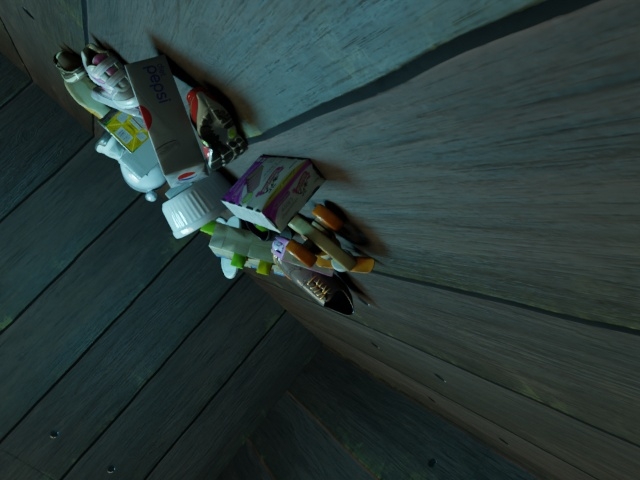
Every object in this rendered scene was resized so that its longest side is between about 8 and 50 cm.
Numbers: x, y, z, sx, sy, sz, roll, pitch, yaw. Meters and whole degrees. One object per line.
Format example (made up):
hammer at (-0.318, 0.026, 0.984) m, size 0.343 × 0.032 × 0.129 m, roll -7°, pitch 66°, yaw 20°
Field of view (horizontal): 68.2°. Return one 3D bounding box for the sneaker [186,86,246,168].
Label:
sneaker at (-0.258, -0.274, 1.153) m, size 0.118 × 0.107 × 0.279 m, roll 56°, pitch 166°, yaw 14°

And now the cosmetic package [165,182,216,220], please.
cosmetic package at (-0.576, -0.175, 2.161) m, size 0.238 × 0.127 × 0.107 m, roll 32°, pitch 163°, yaw 24°

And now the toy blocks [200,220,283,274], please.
toy blocks at (-0.264, 0.043, 1.848) m, size 0.382 × 0.190 × 0.261 m, roll 15°, pitch 166°, yaw -1°

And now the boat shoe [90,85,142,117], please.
boat shoe at (-0.628, -0.460, 1.492) m, size 0.268 × 0.088 × 0.096 m, roll 28°, pitch -164°, yaw 34°

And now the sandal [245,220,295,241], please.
sandal at (-0.180, -0.082, 1.455) m, size 0.168 × 0.107 × 0.445 m, roll 37°, pitch 166°, yaw 13°

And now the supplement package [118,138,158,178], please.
supplement package at (-0.663, -0.329, 1.799) m, size 0.105 × 0.179 × 0.105 m, roll 46°, pitch 165°, yaw -19°

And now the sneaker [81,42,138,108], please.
sneaker at (-0.603, -0.475, 1.359) m, size 0.252 × 0.103 × 0.111 m, roll 36°, pitch 167°, yaw 15°

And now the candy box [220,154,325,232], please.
candy box at (-0.117, -0.115, 1.088) m, size 0.071 × 0.159 × 0.234 m, roll 48°, pitch 163°, yaw -32°

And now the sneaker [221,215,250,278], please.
sneaker at (-0.343, 0.047, 2.057) m, size 0.105 × 0.295 × 0.147 m, roll -19°, pitch 144°, yaw 25°

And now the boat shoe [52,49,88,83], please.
boat shoe at (-0.905, -0.629, 1.691) m, size 0.258 × 0.095 × 0.095 m, roll 26°, pitch 154°, yaw 45°

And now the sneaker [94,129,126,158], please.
sneaker at (-0.881, -0.410, 2.240) m, size 0.258 × 0.169 × 0.447 m, roll 34°, pitch 175°, yaw -10°

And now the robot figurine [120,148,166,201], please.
robot figurine at (-0.744, -0.312, 2.017) m, size 0.353 × 0.200 × 0.299 m, roll 178°, pitch 79°, yaw -69°

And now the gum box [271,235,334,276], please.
gum box at (-0.053, 0.045, 1.453) m, size 0.189 × 0.062 × 0.107 m, roll 20°, pitch -179°, yaw -25°

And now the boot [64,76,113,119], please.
boot at (-0.891, -0.534, 1.926) m, size 0.295 × 0.104 × 0.211 m, roll 41°, pitch 168°, yaw -7°

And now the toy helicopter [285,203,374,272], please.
toy helicopter at (0.000, 0.000, 1.287) m, size 0.235 × 0.140 × 0.355 m, roll 37°, pitch 179°, yaw -25°

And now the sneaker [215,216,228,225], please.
sneaker at (-0.481, -0.041, 2.369) m, size 0.100 × 0.108 × 0.272 m, roll 47°, pitch 166°, yaw -33°

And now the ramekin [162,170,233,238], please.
ramekin at (-0.415, -0.133, 1.626) m, size 0.127 × 0.273 × 0.273 m, roll 58°, pitch 161°, yaw -15°

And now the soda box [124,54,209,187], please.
soda box at (-0.352, -0.273, 1.088) m, size 0.091 × 0.098 × 0.286 m, roll 121°, pitch 129°, yaw -76°

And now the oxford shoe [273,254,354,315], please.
oxford shoe at (-0.007, 0.133, 1.584) m, size 0.364 × 0.130 × 0.132 m, roll 38°, pitch -172°, yaw -32°

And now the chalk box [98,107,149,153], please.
chalk box at (-0.700, -0.419, 1.708) m, size 0.132 × 0.132 × 0.213 m, roll 49°, pitch 170°, yaw -35°
